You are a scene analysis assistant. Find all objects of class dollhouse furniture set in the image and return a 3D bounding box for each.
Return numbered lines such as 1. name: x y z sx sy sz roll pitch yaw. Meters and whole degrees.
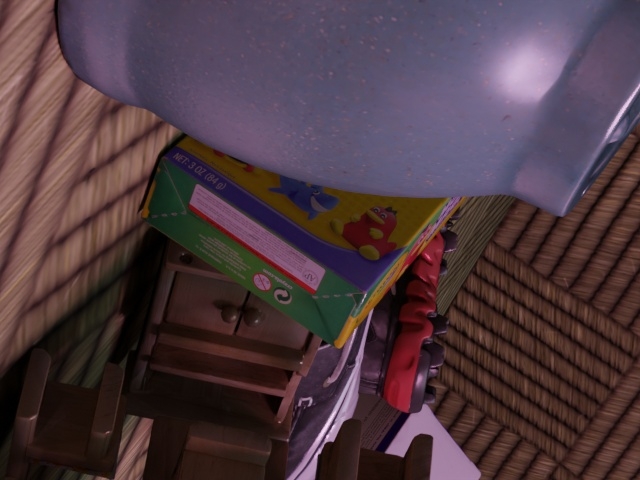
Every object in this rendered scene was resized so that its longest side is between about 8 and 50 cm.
1. dollhouse furniture set: -0.061 0.130 0.911 0.161 0.212 0.242 111 -11 -51

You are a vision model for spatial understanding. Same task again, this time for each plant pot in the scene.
1. plant pot: 0.064 -0.131 0.653 0.293 0.196 0.293 -53 170 -13

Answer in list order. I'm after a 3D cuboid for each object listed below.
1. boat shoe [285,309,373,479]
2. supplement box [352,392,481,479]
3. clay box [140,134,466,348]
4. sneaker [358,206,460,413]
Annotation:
1. boat shoe: -0.027 0.051 1.161 0.119 0.121 0.335 -19 132 -63
2. supplement box: 0.018 0.203 1.523 0.220 0.111 0.114 4 -130 49
3. clay box: 0.018 -0.050 0.916 0.222 0.127 0.053 -48 167 -44
4. sneaker: 0.050 0.026 1.475 0.097 0.135 0.276 96 4 -47
